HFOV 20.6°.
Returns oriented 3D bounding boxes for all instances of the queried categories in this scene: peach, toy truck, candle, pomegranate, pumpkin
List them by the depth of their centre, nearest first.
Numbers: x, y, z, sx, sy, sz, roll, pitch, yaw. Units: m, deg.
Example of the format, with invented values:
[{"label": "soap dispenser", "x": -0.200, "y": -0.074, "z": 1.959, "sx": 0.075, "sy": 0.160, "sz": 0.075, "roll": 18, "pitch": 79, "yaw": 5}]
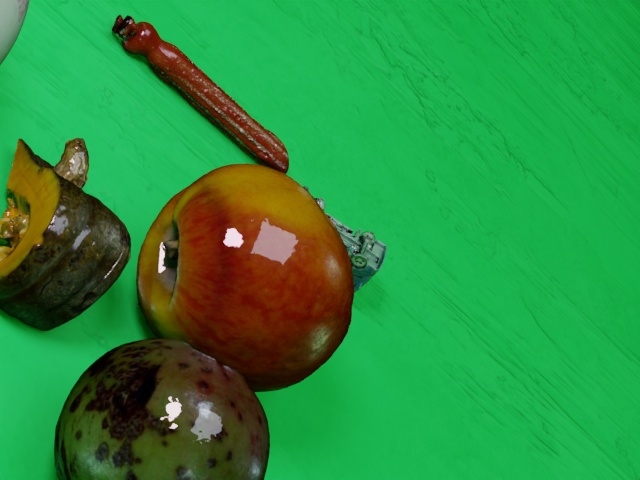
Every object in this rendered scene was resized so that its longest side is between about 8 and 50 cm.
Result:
[{"label": "pomegranate", "x": -0.174, "y": 0.256, "z": 1.857, "sx": 0.242, "sy": 0.242, "sz": 0.306, "roll": -9, "pitch": 114, "yaw": -57}, {"label": "pumpkin", "x": -0.282, "y": -0.023, "z": 1.972, "sx": 0.131, "sy": 0.126, "sz": 0.248, "roll": 39, "pitch": 37, "yaw": -35}, {"label": "peach", "x": -0.079, "y": 0.044, "z": 2.089, "sx": 0.281, "sy": 0.238, "sz": 0.281, "roll": 4, "pitch": 83, "yaw": -36}, {"label": "candle", "x": -0.154, "y": -0.196, "z": 2.370, "sx": 0.329, "sy": 0.048, "sz": 0.051, "roll": 41, "pitch": 50, "yaw": -31}, {"label": "toy truck", "x": 0.000, "y": 0.000, "z": 2.426, "sx": 0.175, "sy": 0.081, "sz": 0.067, "roll": 33, "pitch": 37, "yaw": -9}]

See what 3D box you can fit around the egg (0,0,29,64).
[{"label": "egg", "x": -0.435, "y": -0.237, "z": 1.825, "sx": 0.230, "sy": 0.230, "sz": 0.371, "roll": 48, "pitch": 40, "yaw": -20}]
